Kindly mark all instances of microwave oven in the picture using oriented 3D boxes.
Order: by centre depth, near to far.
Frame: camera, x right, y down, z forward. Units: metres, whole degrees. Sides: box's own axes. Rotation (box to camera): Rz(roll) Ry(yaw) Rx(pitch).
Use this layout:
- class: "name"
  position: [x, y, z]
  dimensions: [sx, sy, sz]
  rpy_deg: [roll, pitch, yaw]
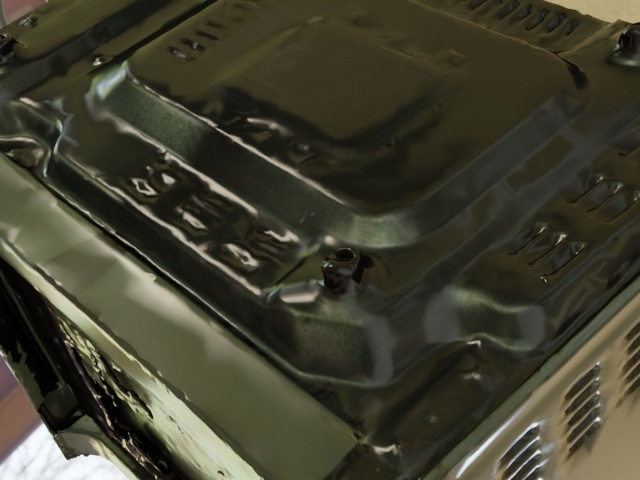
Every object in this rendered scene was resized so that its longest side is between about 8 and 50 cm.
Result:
- class: "microwave oven"
  position: [0.000, 0.000, 0.492]
  dimensions: [0.355, 0.286, 0.218]
  rpy_deg: [33, -28, 39]

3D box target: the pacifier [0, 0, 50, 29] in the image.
- class: "pacifier"
  position: [-0.144, -0.232, 0.934]
  dimensions: [0.220, 0.273, 0.332]
  rpy_deg: [-15, -89, 39]
